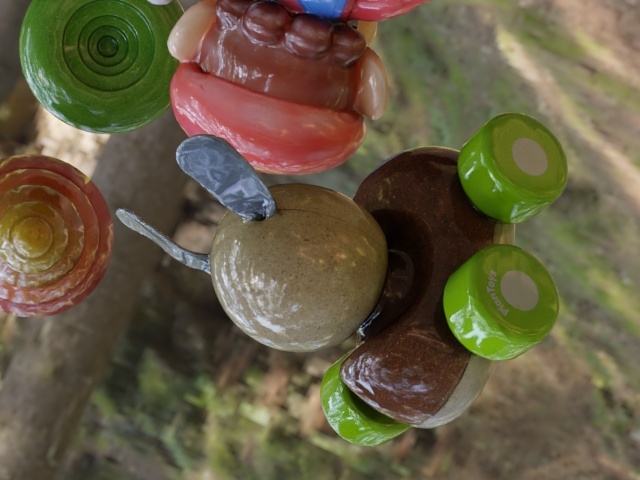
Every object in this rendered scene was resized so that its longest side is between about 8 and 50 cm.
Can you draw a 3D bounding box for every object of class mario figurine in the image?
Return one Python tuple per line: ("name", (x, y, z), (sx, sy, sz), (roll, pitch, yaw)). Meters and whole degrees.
("mario figurine", (-0.002, -0.179, 0.914), (0.170, 0.321, 0.198), (-19, -128, -37))

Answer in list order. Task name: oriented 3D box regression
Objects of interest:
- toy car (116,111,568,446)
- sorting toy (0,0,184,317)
("toy car", (0.000, 0.000, 0.815), (0.188, 0.149, 0.155), (21, 146, -19))
("sorting toy", (-0.156, -0.117, 1.166), (0.127, 0.366, 0.126), (22, 177, -10))
